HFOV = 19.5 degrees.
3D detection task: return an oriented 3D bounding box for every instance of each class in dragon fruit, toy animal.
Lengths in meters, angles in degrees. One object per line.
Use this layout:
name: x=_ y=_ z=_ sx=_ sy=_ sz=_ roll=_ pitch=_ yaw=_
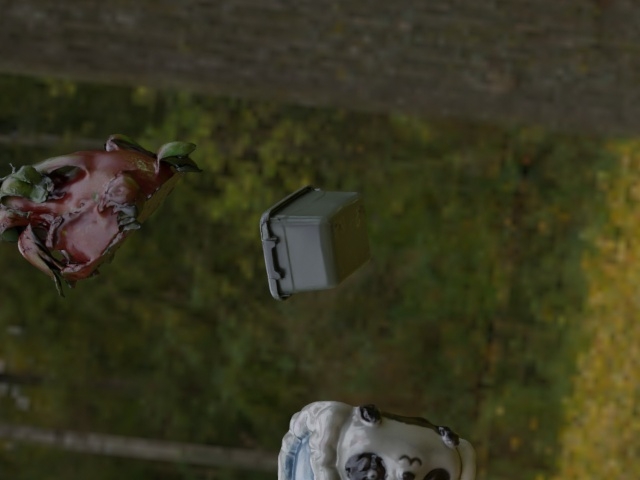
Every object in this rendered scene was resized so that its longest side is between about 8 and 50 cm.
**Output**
dragon fruit: x=-0.192 y=-0.025 z=1.523 sx=0.138 sy=0.175 sz=0.142 roll=101 pitch=-177 yaw=-74
toy animal: x=0.060 y=0.281 z=2.095 sx=0.204 sy=0.208 sz=0.156 roll=144 pitch=140 yaw=-62

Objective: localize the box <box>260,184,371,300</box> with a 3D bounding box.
box: x=0.000 y=0.000 z=2.411 sx=0.172 sy=0.092 sz=0.124 roll=-38 pitch=-58 yaw=-62
